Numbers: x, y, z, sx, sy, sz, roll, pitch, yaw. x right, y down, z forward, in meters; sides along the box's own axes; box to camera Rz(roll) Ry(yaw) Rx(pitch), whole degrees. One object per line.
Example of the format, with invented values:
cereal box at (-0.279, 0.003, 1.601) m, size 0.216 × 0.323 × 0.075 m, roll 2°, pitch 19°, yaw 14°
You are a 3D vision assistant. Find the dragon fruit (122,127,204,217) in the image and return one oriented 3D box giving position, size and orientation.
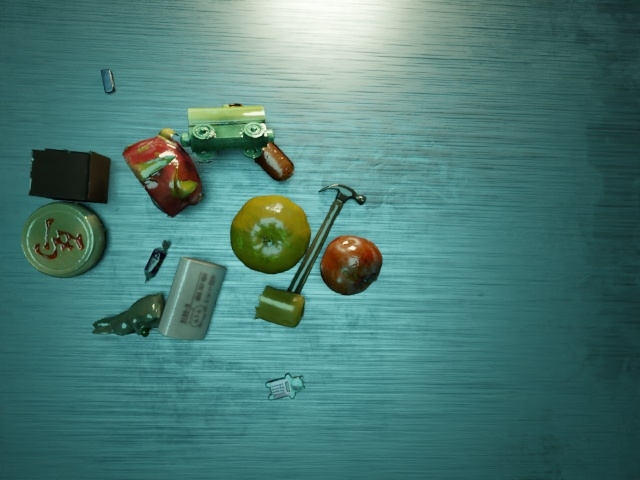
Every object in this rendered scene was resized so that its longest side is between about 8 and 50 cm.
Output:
dragon fruit at (-0.505, -0.224, 1.707) m, size 0.189 × 0.290 × 0.290 m, roll -32°, pitch 92°, yaw -9°

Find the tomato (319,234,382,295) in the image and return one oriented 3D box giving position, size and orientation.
tomato at (0.100, 0.083, 1.775) m, size 0.232 × 0.232 × 0.188 m, roll -37°, pitch 63°, yaw -2°

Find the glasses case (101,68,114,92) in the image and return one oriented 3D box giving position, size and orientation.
glasses case at (-0.753, -0.564, 1.810) m, size 0.034 × 0.023 × 0.083 m, roll -10°, pitch 93°, yaw -8°

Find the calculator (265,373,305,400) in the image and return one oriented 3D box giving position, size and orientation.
calculator at (-0.126, 0.533, 1.855) m, size 0.141 × 0.019 × 0.094 m, roll -13°, pitch 88°, yaw -3°

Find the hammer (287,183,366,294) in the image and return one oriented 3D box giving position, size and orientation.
hammer at (0.000, 0.000, 1.846) m, size 0.168 × 0.044 × 0.439 m, roll 26°, pitch 89°, yaw -4°

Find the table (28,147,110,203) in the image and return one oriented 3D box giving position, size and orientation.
table at (-0.847, -0.221, 1.735) m, size 0.193 × 0.169 × 0.172 m, roll 4°, pitch 90°, yaw -2°

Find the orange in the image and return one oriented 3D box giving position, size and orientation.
orange at (-0.169, -0.021, 1.747) m, size 0.279 × 0.235 × 0.278 m, roll 0°, pitch 105°, yaw -1°

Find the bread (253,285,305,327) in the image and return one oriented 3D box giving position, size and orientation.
bread at (-0.141, 0.241, 1.804) m, size 0.173 × 0.085 × 0.134 m, roll 14°, pitch 114°, yaw -1°

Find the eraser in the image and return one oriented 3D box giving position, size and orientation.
eraser at (-0.442, 0.202, 1.769) m, size 0.095 × 0.174 × 0.270 m, roll 15°, pitch 88°, yaw 41°

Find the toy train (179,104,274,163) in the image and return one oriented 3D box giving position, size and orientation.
toy train at (-0.310, -0.362, 1.696) m, size 0.308 × 0.126 × 0.189 m, roll -6°, pitch 51°, yaw -13°

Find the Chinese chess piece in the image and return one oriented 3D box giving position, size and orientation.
Chinese chess piece at (-0.887, -0.004, 1.767) m, size 0.274 × 0.102 × 0.273 m, roll 0°, pitch 90°, yaw -4°

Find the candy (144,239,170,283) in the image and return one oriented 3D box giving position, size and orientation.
candy at (-0.587, 0.075, 1.813) m, size 0.043 × 0.045 × 0.175 m, roll 27°, pitch 88°, yaw 12°

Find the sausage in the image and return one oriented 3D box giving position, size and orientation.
sausage at (-0.223, -0.341, 1.806) m, size 0.102 × 0.102 × 0.330 m, roll -41°, pitch 93°, yaw -2°

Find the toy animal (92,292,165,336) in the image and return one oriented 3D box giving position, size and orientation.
toy animal at (-0.661, 0.279, 1.785) m, size 0.251 × 0.127 × 0.125 m, roll -17°, pitch 118°, yaw 4°
